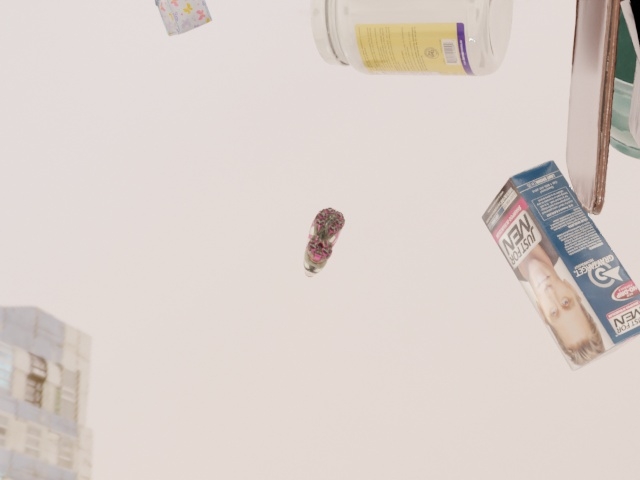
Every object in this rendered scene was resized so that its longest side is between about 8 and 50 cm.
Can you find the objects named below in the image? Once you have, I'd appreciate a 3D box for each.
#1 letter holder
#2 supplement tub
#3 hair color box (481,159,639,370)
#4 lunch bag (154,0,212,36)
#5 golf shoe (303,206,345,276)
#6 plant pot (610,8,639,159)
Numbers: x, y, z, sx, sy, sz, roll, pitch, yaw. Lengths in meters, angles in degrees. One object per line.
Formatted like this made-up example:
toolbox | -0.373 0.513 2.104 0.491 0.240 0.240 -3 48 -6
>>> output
letter holder | 0.329 -0.141 0.746 0.152 0.302 0.214 5 -75 12
supplement tub | 0.172 -0.428 1.436 0.331 0.241 0.241 7 -113 25
hair color box | 0.445 0.047 1.417 0.105 0.174 0.347 -22 -110 -16
lunch bag | -0.227 -0.386 1.260 0.071 0.083 0.053 -34 -152 -29
golf shoe | 0.000 0.000 1.701 0.067 0.086 0.186 26 -136 -1
plant pot | 0.581 -0.260 1.313 0.293 0.196 0.293 -6 -135 6
